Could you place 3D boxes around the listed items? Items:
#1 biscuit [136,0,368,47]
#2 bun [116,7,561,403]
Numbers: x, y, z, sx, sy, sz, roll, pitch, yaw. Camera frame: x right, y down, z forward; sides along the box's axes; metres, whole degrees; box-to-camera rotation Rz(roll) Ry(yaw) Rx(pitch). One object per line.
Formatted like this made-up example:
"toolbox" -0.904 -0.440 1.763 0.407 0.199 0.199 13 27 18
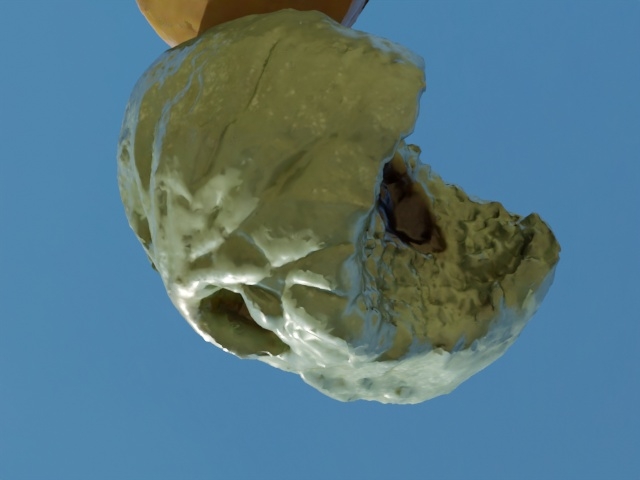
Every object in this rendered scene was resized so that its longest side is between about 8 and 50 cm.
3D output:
"biscuit" -0.026 -0.234 0.877 0.216 0.047 0.339 11 -71 8
"bun" 0.000 0.000 0.888 0.212 0.204 0.126 32 -115 -9
